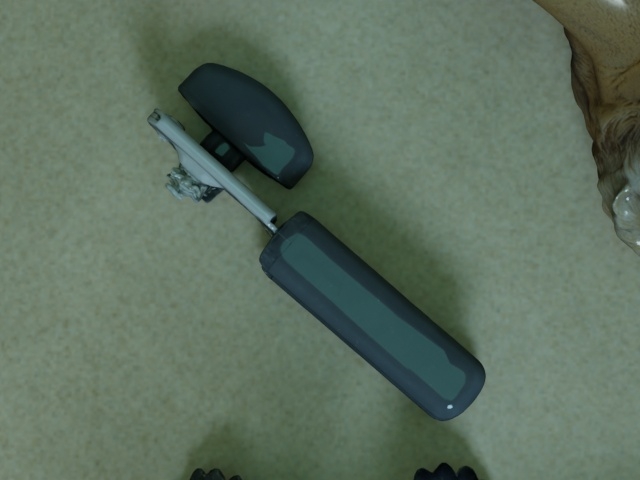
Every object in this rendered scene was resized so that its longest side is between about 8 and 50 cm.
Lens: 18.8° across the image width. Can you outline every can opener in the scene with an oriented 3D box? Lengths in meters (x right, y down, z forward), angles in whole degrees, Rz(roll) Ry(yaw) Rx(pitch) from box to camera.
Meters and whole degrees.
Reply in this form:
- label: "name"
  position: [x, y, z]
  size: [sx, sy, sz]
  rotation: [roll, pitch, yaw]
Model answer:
- label: "can opener"
  position: [0.000, 0.000, 1.224]
  size: [0.093, 0.074, 0.280]
  rotation: [-45, 84, -2]

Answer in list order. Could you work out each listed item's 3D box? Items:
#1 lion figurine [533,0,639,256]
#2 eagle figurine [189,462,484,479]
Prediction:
- label: "lion figurine"
  position: [0.169, -0.165, 1.128]
  size: [0.392, 0.142, 0.240]
  rotation: [41, 117, -17]
- label: "eagle figurine"
  position: [0.010, 0.273, 1.135]
  size: [0.226, 0.298, 0.225]
  rotation: [39, 111, -17]
